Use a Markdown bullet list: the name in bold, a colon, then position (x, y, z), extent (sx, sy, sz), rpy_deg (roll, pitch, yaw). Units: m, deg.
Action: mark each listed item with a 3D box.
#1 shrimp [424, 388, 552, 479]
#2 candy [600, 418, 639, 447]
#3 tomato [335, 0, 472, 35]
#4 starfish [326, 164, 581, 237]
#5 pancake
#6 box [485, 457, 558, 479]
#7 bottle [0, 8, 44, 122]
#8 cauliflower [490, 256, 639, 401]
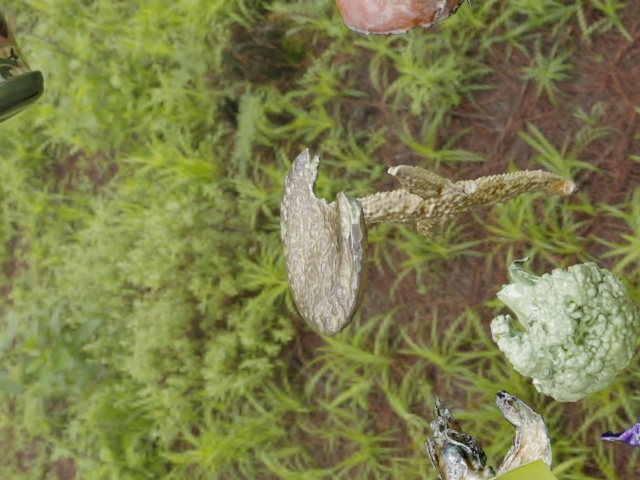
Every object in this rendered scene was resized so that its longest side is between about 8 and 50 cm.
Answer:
- **shrimp**: position (0.293, 0.357, 1.717), extent (0.233, 0.071, 0.365), rpy_deg (-57, 27, 15)
- **candy**: position (0.580, 0.295, 1.493), extent (0.275, 0.145, 0.070), rpy_deg (-1, 101, 41)
- **tomato**: position (0.109, -0.367, 1.235), extent (0.181, 0.214, 0.155), rpy_deg (5, 129, 37)
- **starfish**: position (0.227, -0.060, 1.845), extent (0.324, 0.432, 0.082), rpy_deg (-35, 63, 50)
- **pancake**: position (0.000, 0.000, 1.451), extent (0.288, 0.033, 0.286), rpy_deg (150, 117, -64)
- **box**: position (0.223, 0.332, 0.807), extent (0.260, 0.062, 0.175), rpy_deg (-125, 20, -51)
- **bottle**: position (-0.368, -0.221, 0.873), extent (0.156, 0.143, 0.271), rpy_deg (-8, 111, 58)
- **cauliflower**: position (0.430, 0.165, 1.806), extent (0.281, 0.260, 0.327), rpy_deg (11, 128, 36)
